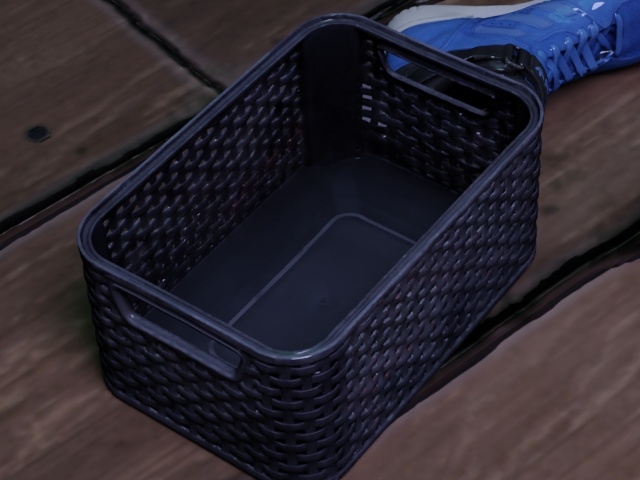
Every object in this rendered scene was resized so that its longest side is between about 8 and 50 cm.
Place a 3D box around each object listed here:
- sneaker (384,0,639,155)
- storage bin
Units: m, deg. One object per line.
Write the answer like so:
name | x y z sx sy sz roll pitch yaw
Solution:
sneaker | 0.106 -0.079 0.834 0.152 0.058 0.084 -7 40 2
storage bin | 0.000 0.000 0.747 0.122 0.084 0.180 26 52 26
